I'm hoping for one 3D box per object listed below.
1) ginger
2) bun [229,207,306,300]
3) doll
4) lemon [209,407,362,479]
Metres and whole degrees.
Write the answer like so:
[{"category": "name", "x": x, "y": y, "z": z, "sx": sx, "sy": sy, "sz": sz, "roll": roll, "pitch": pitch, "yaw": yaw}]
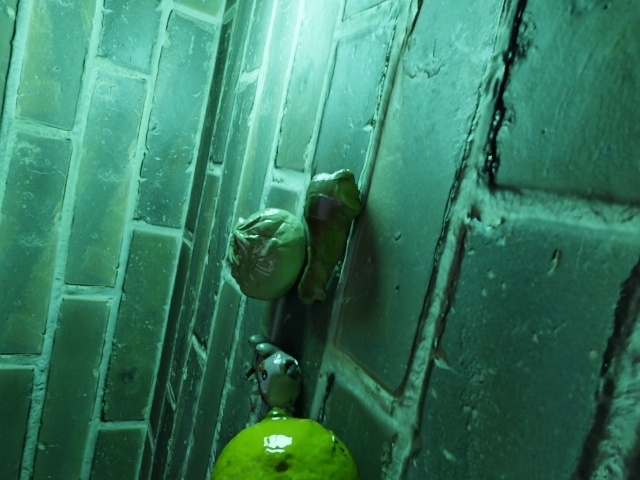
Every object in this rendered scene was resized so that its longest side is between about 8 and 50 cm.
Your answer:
[{"category": "ginger", "x": 0.000, "y": 0.000, "z": 0.853, "sx": 0.131, "sy": 0.086, "sz": 0.295, "roll": 34, "pitch": 118, "yaw": 35}, {"category": "bun", "x": -0.137, "y": 0.029, "z": 1.026, "sx": 0.229, "sy": 0.145, "sz": 0.230, "roll": -33, "pitch": 51, "yaw": 52}, {"category": "doll", "x": -0.099, "y": 0.286, "z": 0.931, "sx": 0.192, "sy": 0.095, "sz": 0.149, "roll": 33, "pitch": 117, "yaw": 57}, {"category": "lemon", "x": -0.050, "y": 0.414, "z": 0.647, "sx": 0.261, "sy": 0.260, "sz": 0.284, "roll": -59, "pitch": 38, "yaw": 33}]
